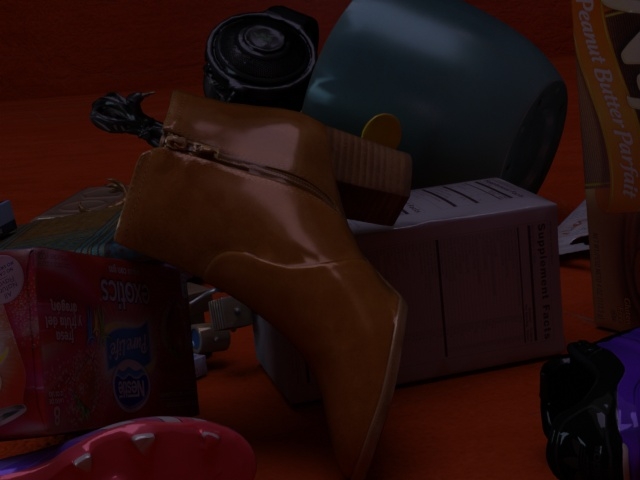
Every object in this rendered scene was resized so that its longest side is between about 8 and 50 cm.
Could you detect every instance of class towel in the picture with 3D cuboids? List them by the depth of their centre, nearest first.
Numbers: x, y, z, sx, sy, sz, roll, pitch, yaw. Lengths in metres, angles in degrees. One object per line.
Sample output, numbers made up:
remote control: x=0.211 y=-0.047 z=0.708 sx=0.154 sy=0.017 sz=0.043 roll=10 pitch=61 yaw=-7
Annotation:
towel: x=-0.336 y=0.016 z=1.535 sx=0.370 sy=0.040 sz=0.271 roll=-10 pitch=13 yaw=10

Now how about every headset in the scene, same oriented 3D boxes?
headset: x=-0.117 y=-0.154 z=1.554 sx=0.185 sy=0.243 sz=0.394 roll=23 pitch=21 yaw=7

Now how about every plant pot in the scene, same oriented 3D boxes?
plant pot: x=0.149 y=-0.142 z=1.571 sx=0.235 sy=0.293 sz=0.293 roll=24 pitch=26 yaw=24

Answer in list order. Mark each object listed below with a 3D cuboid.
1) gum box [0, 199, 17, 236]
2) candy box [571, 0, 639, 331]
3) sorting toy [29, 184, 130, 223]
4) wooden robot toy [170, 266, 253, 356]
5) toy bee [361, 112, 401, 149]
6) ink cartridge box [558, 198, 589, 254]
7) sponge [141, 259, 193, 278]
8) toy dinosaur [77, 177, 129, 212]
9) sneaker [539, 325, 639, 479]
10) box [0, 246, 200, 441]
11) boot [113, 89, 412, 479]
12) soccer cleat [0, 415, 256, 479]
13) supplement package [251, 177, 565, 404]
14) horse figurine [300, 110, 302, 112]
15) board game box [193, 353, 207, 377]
gum box: x=-0.476 y=0.001 z=1.552 sx=0.184 sy=0.041 sz=0.157 roll=-8 pitch=12 yaw=18
candy box: x=0.310 y=-0.071 z=1.095 sx=0.087 sy=0.316 sz=0.183 roll=-16 pitch=17 yaw=-35
sorting toy: x=-0.287 y=-0.050 z=1.893 sx=0.208 sy=0.038 sz=0.193 roll=-8 pitch=13 yaw=13
wooden robot toy: x=-0.136 y=0.071 z=1.202 sx=0.079 sy=0.076 sz=0.173 roll=-6 pitch=9 yaw=-34
toy bee: x=0.042 y=-0.018 z=1.414 sx=0.195 sy=0.298 sz=0.162 roll=-38 pitch=-23 yaw=11
ink cartridge box: x=0.351 y=-0.030 z=1.430 sx=0.225 sy=0.056 sz=0.181 roll=-42 pitch=17 yaw=-35
sponge: x=-0.161 y=0.015 z=1.517 sx=0.210 sy=0.031 sz=0.117 roll=-24 pitch=20 yaw=-36
toy dinosaur: x=-0.248 y=-0.021 z=1.727 sx=0.211 sy=0.064 sz=0.112 roll=-4 pitch=52 yaw=7
sneaker: x=0.226 y=0.092 z=0.911 sx=0.146 sy=0.102 sz=0.293 roll=-1 pitch=14 yaw=24
box: x=-0.194 y=0.079 z=0.953 sx=0.128 sy=0.122 sz=0.257 roll=-7 pitch=-6 yaw=16
boot: x=-0.047 y=0.026 z=0.962 sx=0.211 sy=0.104 sz=0.295 roll=11 pitch=55 yaw=-7
soccer cleat: x=-0.167 y=0.162 z=0.860 sx=0.248 sy=0.083 sz=0.095 roll=-14 pitch=10 yaw=-18
supplement package: x=0.069 y=0.037 z=1.134 sx=0.244 sy=0.139 sz=0.134 roll=-9 pitch=14 yaw=-13
horse figurine: x=0.019 y=-0.142 z=1.865 sx=0.066 sy=0.174 sz=0.263 roll=-55 pitch=32 yaw=-11
board game box: x=-0.162 y=0.117 z=1.162 sx=0.090 sy=0.020 sz=0.090 roll=5 pitch=17 yaw=40
